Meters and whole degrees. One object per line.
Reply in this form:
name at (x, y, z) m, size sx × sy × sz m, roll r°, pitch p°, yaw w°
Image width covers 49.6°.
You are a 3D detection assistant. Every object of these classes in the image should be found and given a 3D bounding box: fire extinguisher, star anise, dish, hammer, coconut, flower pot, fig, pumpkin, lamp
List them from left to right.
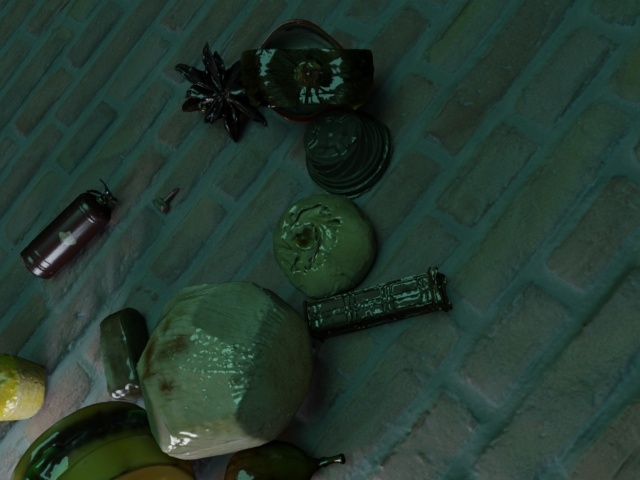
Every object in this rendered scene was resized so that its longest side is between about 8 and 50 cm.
fire extinguisher at (-0.714, -0.040, 1.996) m, size 0.337 × 0.135 × 0.114 m, roll -42°, pitch 66°, yaw 6°
hammer at (-0.430, -0.118, 1.949) m, size 0.083 × 0.031 × 0.052 m, roll -45°, pitch 62°, yaw -7°
coconut at (-0.230, 0.282, 1.509) m, size 0.415 × 0.415 × 0.344 m, roll -14°, pitch 109°, yaw 21°
star anise at (-0.259, -0.397, 1.858) m, size 0.283 × 0.129 × 0.212 m, roll 28°, pitch 104°, yaw -11°
fig at (-0.080, 0.501, 1.508) m, size 0.274 × 0.170 × 0.145 m, roll -14°, pitch 62°, yaw 0°
dish at (-0.050, -0.433, 1.790) m, size 0.256 × 0.117 × 0.256 m, roll 0°, pitch 100°, yaw 2°
pumpkin at (-0.032, -0.383, 1.627) m, size 0.317 × 0.222 × 0.139 m, roll 2°, pitch 103°, yaw 1°
flower pot at (0.048, -0.233, 1.693) m, size 0.235 × 0.140 × 0.235 m, roll -7°, pitch 72°, yaw 22°
lamp at (0.123, 0.147, 1.555) m, size 0.325 × 0.090 × 0.089 m, roll -17°, pitch 66°, yaw 19°

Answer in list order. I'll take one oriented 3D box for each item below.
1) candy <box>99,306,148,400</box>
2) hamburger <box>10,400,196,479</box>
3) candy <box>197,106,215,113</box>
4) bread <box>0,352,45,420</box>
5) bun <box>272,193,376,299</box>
candy at (-0.505, 0.296, 1.799) m, size 0.104 × 0.102 × 0.234 m, roll -28°, pitch 65°, yaw 15°
hamburger at (-0.484, 0.545, 1.530) m, size 0.277 × 0.396 × 0.396 m, roll 33°, pitch 89°, yaw 41°
candy at (-0.230, -0.431, 1.940) m, size 0.287 × 0.078 × 0.084 m, roll -17°, pitch 60°, yaw 12°
bread at (-0.863, 0.403, 1.893) m, size 0.197 × 0.170 × 0.197 m, roll -9°, pitch 70°, yaw 25°
bun at (0.000, 0.000, 1.631) m, size 0.259 × 0.152 × 0.259 m, roll -9°, pitch 69°, yaw 25°
